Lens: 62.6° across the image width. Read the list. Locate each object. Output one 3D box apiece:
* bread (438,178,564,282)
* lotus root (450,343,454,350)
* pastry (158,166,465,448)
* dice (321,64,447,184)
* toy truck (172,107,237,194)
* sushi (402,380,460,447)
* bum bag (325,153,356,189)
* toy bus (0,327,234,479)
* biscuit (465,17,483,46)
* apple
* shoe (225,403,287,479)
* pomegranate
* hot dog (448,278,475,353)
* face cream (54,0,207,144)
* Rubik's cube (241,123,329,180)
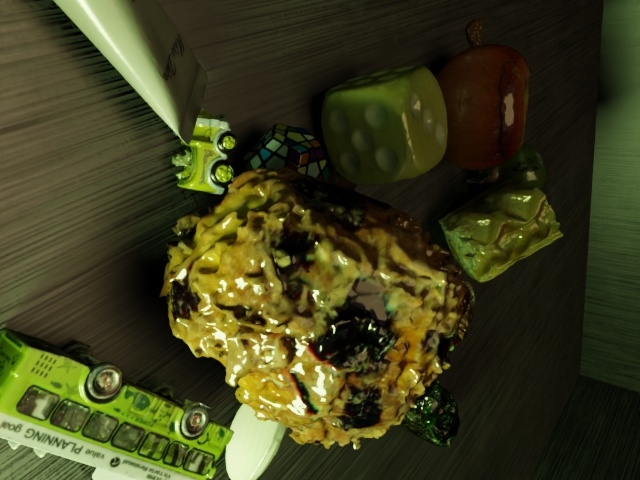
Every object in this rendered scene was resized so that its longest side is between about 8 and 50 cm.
[{"bbox_3d":[0.444,-0.027,1.309,0.252,0.196,0.238,-34,130,6],"label":"bread"},{"bbox_3d":[0.221,0.215,1.177,0.186,0.186,0.186,-17,112,-48],"label":"lotus root"},{"bbox_3d":[0.010,0.084,0.702,0.337,0.292,0.405,-36,112,9],"label":"pastry"},{"bbox_3d":[0.114,-0.203,0.919,0.166,0.169,0.169,-42,123,-45],"label":"dice"},{"bbox_3d":[-0.159,-0.120,0.702,0.077,0.076,0.111,2,97,-31],"label":"toy truck"},{"bbox_3d":[0.277,0.431,1.335,0.124,0.127,0.225,-56,135,-26],"label":"sushi"},{"bbox_3d":[0.015,-0.106,0.958,0.159,0.026,0.109,-48,133,-40],"label":"bum bag"},{"bbox_3d":[-0.251,0.219,0.623,0.301,0.113,0.139,43,65,-39],"label":"toy bus"},{"bbox_3d":[0.390,-0.522,1.322,0.092,0.016,0.082,-7,105,-52],"label":"biscuit"},{"bbox_3d":[0.364,-0.301,1.200,0.251,0.206,0.272,-49,137,-47],"label":"apple"},{"bbox_3d":[-0.066,0.280,0.895,0.110,0.095,0.265,37,68,-50],"label":"shoe"},{"bbox_3d":[0.502,-0.182,1.438,0.224,0.181,0.181,6,95,-25],"label":"pomegranate"},{"bbox_3d":[0.342,0.219,1.399,0.270,0.082,0.163,-42,130,-39],"label":"hot dog"},{"bbox_3d":[-0.226,-0.254,0.569,0.314,0.089,0.143,54,28,-48],"label":"face cream"},{"bbox_3d":[-0.053,-0.110,0.797,0.112,0.133,0.133,42,64,-21],"label":"Rubik's cube"}]
